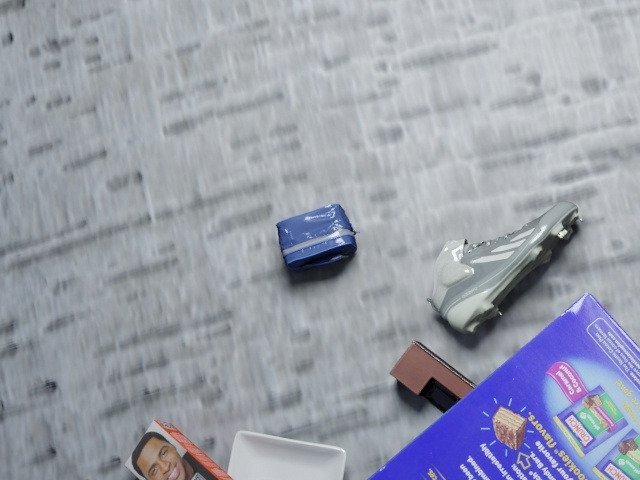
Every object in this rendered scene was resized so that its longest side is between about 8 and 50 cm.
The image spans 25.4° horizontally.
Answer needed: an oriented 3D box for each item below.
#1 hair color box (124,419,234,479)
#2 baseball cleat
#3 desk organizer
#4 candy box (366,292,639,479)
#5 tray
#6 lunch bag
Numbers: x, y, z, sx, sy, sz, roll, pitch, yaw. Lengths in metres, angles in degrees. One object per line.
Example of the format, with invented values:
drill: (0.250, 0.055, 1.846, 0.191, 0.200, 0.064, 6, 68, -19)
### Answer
hair color box: (-0.166, 0.288, 1.729, 0.141, 0.043, 0.072, 35, 95, 31)
baseball cleat: (0.210, 0.012, 1.691, 0.206, 0.072, 0.109, -46, 67, -1)
desk organizer: (0.149, 0.177, 1.689, 0.130, 0.047, 0.050, 37, 93, 17)
candy box: (0.248, 0.258, 1.490, 0.317, 0.122, 0.268, -40, 74, 3)
tray: (-0.055, 0.374, 1.712, 0.145, 0.030, 0.270, 8, 82, 16)
lunch bag: (0.000, 0.000, 1.745, 0.098, 0.067, 0.065, -18, 77, 9)
